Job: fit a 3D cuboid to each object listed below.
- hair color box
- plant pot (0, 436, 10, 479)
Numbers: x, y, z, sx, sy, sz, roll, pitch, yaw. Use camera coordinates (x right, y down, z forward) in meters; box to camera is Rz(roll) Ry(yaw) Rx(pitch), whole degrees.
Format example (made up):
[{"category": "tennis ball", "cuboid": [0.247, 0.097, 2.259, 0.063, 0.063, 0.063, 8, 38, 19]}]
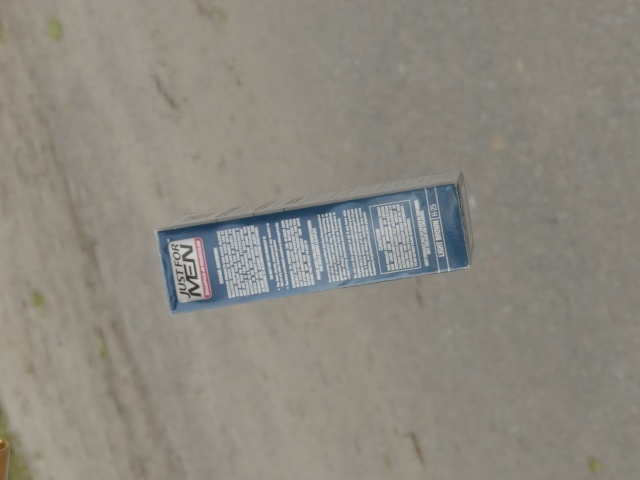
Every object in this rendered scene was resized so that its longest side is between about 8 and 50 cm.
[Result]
[{"category": "hair color box", "cuboid": [0.000, 0.000, 1.745, 0.174, 0.347, 0.105, -41, -58, -80]}, {"category": "plant pot", "cuboid": [-0.467, 0.321, 1.715, 0.205, 0.205, 0.187, 9, 95, 59]}]
